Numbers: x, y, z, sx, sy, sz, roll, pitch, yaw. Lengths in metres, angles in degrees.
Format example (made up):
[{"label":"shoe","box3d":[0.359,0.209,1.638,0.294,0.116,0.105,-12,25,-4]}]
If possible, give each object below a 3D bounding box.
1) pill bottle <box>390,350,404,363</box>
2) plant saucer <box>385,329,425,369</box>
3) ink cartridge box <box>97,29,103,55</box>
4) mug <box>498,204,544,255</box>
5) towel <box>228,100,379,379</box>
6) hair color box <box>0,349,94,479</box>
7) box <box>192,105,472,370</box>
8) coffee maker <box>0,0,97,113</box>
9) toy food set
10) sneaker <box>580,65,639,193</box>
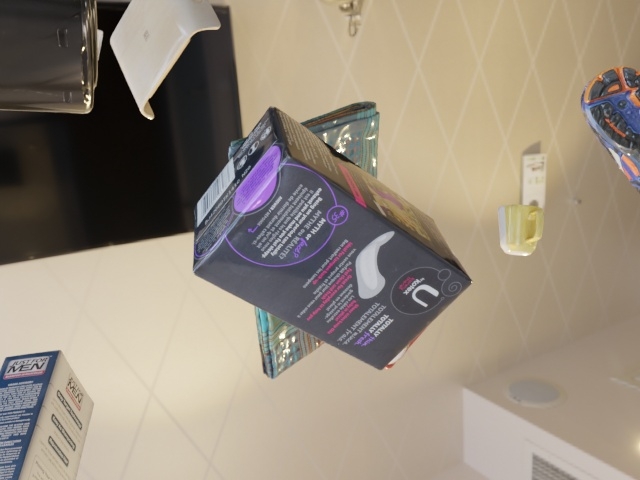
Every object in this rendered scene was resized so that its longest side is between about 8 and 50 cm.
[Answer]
[{"label":"pill bottle","box3d":[0.096,0.155,0.905,0.086,0.086,0.152,-1,168,12]},{"label":"plant saucer","box3d":[0.143,0.176,1.310,0.259,0.258,0.048,30,-163,-27]},{"label":"ink cartridge box","box3d":[-0.522,-0.377,1.060,0.158,0.092,0.218,9,-167,-42]},{"label":"mug","box3d":[0.277,-0.014,0.794,0.062,0.064,0.078,4,172,22]},{"label":"towel","box3d":[0.000,0.000,0.854,0.040,0.370,0.271,22,-143,40]},{"label":"hair color box","box3d":[-0.483,0.372,0.930,0.105,0.174,0.347,-7,-139,0]},{"label":"box","box3d":[0.010,0.004,0.654,0.270,0.165,0.143,32,-159,-27]},{"label":"coffee maker","box3d":[-0.210,-0.110,0.289,0.178,0.171,0.120,-6,178,-23]},{"label":"toy food set","box3d":[-0.360,-0.459,1.309,0.092,0.220,0.306,-4,151,-49]},{"label":"sneaker","box3d":[0.364,-0.100,0.627,0.083,0.221,0.087,-35,-169,16]}]
